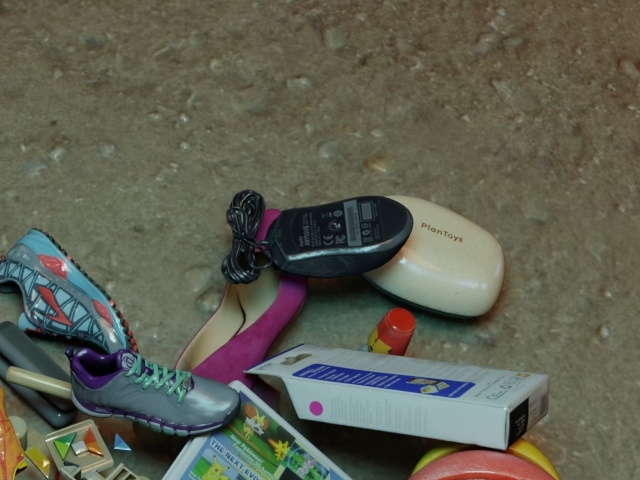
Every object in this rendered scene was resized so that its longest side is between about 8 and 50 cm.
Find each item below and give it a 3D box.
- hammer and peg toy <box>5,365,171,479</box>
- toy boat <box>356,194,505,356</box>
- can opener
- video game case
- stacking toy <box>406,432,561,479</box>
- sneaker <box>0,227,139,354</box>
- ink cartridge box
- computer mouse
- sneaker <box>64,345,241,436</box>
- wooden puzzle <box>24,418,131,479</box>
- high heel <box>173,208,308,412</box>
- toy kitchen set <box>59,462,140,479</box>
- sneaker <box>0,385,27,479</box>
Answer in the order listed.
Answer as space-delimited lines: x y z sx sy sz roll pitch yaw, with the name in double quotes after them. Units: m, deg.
-0.339 0.332 1.634 0.266 0.127 0.361 23 50 6 "hammer and peg toy"
0.129 0.074 1.921 0.267 0.148 0.318 25 46 1 "toy boat"
-0.448 0.157 1.768 0.280 0.074 0.093 37 40 12 "can opener"
-0.067 0.392 1.623 0.329 0.036 0.300 42 54 -10 "video game case"
0.211 0.349 1.621 0.351 0.350 0.480 17 29 1 "stacking toy"
-0.367 0.106 1.826 0.125 0.104 0.262 -42 66 -14 "sneaker"
0.100 0.200 1.693 0.371 0.069 0.176 7 11 26 "ink cartridge box"
0.000 0.000 1.841 0.272 0.072 0.188 -4 43 6 "computer mouse"
-0.213 0.184 1.606 0.224 0.098 0.083 4 46 8 "sneaker"
-0.304 0.264 1.604 0.116 0.014 0.078 -24 61 -29 "wooden puzzle"
-0.116 0.083 1.812 0.127 0.181 0.377 -19 50 28 "high heel"
-0.266 0.282 1.551 0.068 0.083 0.075 35 52 14 "toy kitchen set"
-0.396 0.257 1.569 0.067 0.064 0.175 13 52 -31 "sneaker"
